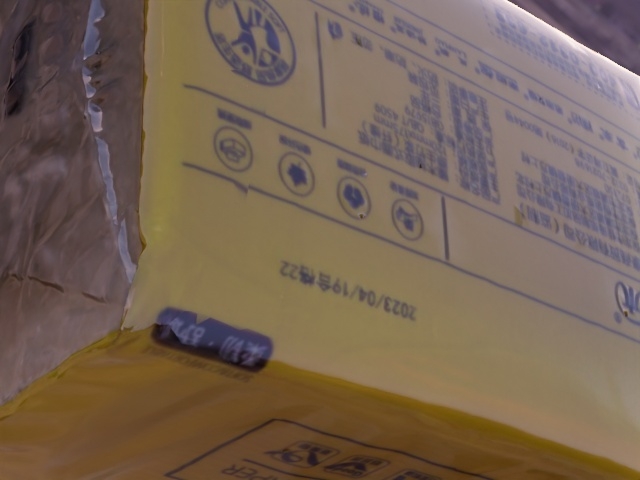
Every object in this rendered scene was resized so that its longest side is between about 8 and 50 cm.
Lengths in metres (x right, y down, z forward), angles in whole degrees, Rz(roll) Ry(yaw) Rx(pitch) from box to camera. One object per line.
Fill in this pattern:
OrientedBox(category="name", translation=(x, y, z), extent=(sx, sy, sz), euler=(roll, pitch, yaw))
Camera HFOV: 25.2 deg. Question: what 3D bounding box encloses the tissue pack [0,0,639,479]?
OrientedBox(category="tissue pack", translation=(0.000, 0.000, 0.739), extent=(0.382, 0.228, 0.293), euler=(20, 51, -36))
